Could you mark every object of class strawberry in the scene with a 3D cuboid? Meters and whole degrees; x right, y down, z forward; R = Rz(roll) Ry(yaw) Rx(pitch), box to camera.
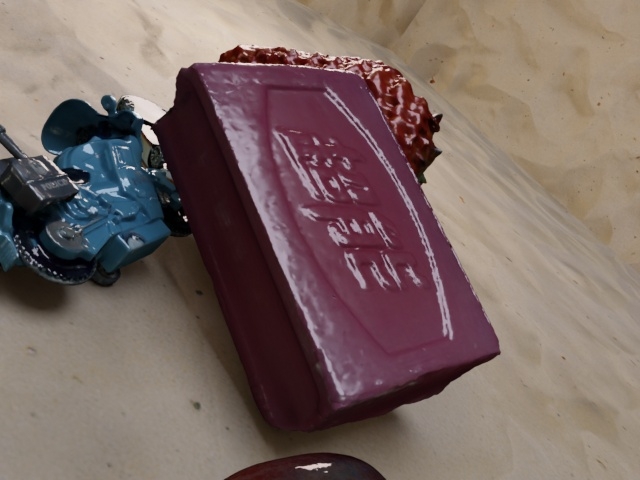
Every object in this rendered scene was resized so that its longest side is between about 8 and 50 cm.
[{"bbox_3d":[-0.009,-0.150,1.028,0.351,0.267,0.312,28,0,5],"label":"strawberry"}]

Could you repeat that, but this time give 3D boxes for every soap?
[{"bbox_3d":[0.000,0.000,0.717,0.233,0.128,0.359,-9,66,-39],"label":"soap"}]

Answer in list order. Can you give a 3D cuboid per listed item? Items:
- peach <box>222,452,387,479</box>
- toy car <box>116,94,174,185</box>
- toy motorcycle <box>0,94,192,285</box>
[{"bbox_3d":[-0.005,0.206,0.456,0.152,0.152,0.152,30,23,-14],"label":"peach"},{"bbox_3d":[-0.208,-0.126,0.931,0.095,0.056,0.205,10,30,-46],"label":"toy car"},{"bbox_3d":[-0.232,-0.051,0.677,0.182,0.123,0.272,48,23,2],"label":"toy motorcycle"}]
